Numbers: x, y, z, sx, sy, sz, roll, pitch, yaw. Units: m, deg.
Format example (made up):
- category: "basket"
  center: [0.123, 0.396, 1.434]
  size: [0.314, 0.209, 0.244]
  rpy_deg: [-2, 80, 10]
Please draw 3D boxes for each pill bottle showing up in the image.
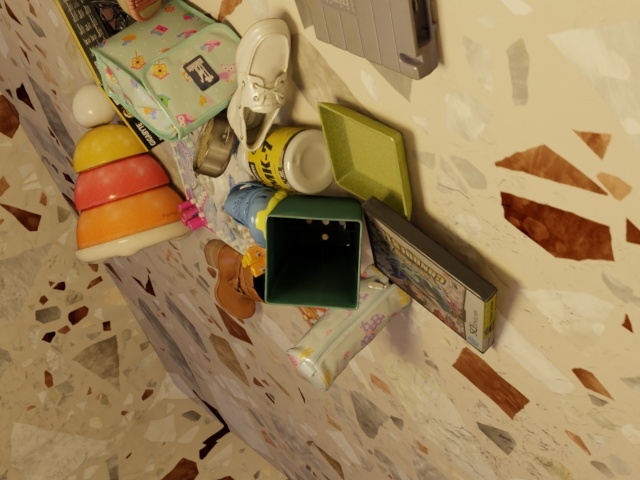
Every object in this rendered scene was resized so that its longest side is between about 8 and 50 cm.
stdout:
- category: "pill bottle"
  center: [-0.068, -0.159, 1.654]
  size: [0.208, 0.119, 0.119]
  rpy_deg: [17, 139, 54]

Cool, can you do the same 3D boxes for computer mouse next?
- category: "computer mouse"
  center: [-0.356, -0.423, 1.835]
  size: [0.188, 0.072, 0.272]
  rpy_deg: [23, 157, 37]

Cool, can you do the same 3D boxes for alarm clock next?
- category: "alarm clock"
  center: [-0.201, -0.192, 1.714]
  size: [0.064, 0.130, 0.192]
  rpy_deg: [15, 170, -17]

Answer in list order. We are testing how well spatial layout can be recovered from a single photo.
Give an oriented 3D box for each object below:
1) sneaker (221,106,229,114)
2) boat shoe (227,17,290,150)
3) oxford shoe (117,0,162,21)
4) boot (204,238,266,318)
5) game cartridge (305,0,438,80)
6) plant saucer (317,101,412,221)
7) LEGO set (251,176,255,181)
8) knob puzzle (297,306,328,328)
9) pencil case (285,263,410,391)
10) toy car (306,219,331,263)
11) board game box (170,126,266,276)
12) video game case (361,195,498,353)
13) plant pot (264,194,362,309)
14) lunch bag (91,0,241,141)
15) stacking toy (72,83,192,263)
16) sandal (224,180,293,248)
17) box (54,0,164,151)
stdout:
- category: "sneaker"
  center: [-0.242, -0.295, 1.796]
  size: [0.258, 0.091, 0.094]
  rpy_deg: [-4, 164, 36]
- category: "boat shoe"
  center: [-0.098, -0.265, 1.528]
  size: [0.277, 0.098, 0.096]
  rpy_deg: [109, 146, -54]
- category: "oxford shoe"
  center: [-0.378, -0.587, 1.547]
  size: [0.146, 0.140, 0.397]
  rpy_deg: [12, 128, 27]
- category: "boot"
  center: [-0.192, 0.129, 2.356]
  size: [0.220, 0.109, 0.284]
  rpy_deg: [21, 135, 44]
- category: "game cartridge"
  center: [0.046, -0.405, 1.165]
  size: [0.230, 0.068, 0.355]
  rpy_deg: [37, 153, 40]
- category: "plant saucer"
  center: [0.087, -0.143, 1.483]
  size: [0.188, 0.045, 0.188]
  rpy_deg: [32, 151, 38]
- category: "LEGO set"
  center: [-0.189, -0.166, 1.994]
  size: [0.182, 0.060, 0.244]
  rpy_deg: [55, 156, 19]
- category: "knob puzzle"
  center: [-0.031, 0.163, 2.170]
  size: [0.213, 0.030, 0.213]
  rpy_deg: [41, 155, 24]
- category: "pencil case"
  center: [0.057, 0.171, 1.718]
  size: [0.113, 0.273, 0.124]
  rpy_deg: [48, 163, -8]
- category: "toy car"
  center: [0.019, 0.044, 1.786]
  size: [0.239, 0.053, 0.225]
  rpy_deg: [53, -175, -3]
- category: "board game box"
  center: [-0.268, -0.143, 2.040]
  size: [0.390, 0.050, 0.390]
  rpy_deg: [31, 141, 48]
- category: "video game case"
  center: [0.193, 0.065, 1.536]
  size: [0.275, 0.035, 0.248]
  rpy_deg: [39, 165, 24]
- category: "plant pot"
  center: [0.000, 0.000, 1.593]
  size: [0.234, 0.165, 0.166]
  rpy_deg: [-71, -16, -69]
- category: "lunch bag"
  center: [-0.266, -0.318, 1.654]
  size: [0.262, 0.223, 0.160]
  rpy_deg: [37, 153, 30]
- category: "stacking toy"
  center: [-0.563, -0.199, 2.404]
  size: [0.350, 0.350, 0.480]
  rpy_deg: [-7, 99, 64]
- category: "sandal"
  center: [-0.129, -0.056, 1.730]
  size: [0.138, 0.126, 0.317]
  rpy_deg: [10, -175, -3]
- category: "box"
  center: [-0.459, -0.388, 1.924]
  size: [0.322, 0.079, 0.257]
  rpy_deg: [58, 180, 29]
